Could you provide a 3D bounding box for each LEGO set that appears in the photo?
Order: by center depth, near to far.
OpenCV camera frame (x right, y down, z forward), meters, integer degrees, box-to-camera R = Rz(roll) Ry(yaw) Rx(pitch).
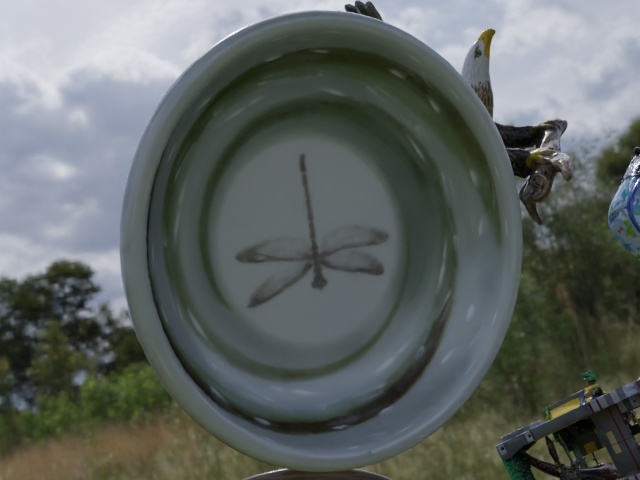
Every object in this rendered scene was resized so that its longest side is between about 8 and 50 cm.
[{"bbox_3d":[0.359,0.278,1.085,0.192,0.331,0.255,-34,-27,31],"label":"LEGO set"}]

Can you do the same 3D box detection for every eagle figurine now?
[{"bbox_3d":[0.129,-0.139,1.129,0.298,0.225,0.226,16,-17,4],"label":"eagle figurine"}]

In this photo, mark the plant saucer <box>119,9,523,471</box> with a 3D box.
[{"bbox_3d":[0.000,0.000,0.912,0.400,0.401,0.100,-7,4,-29],"label":"plant saucer"}]

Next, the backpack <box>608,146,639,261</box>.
[{"bbox_3d":[0.368,-0.037,1.073,0.114,0.105,0.084,-54,7,-22],"label":"backpack"}]

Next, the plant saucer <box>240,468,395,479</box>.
[{"bbox_3d":[-0.011,0.339,1.099,0.277,0.041,0.278,-2,-46,-2],"label":"plant saucer"}]
